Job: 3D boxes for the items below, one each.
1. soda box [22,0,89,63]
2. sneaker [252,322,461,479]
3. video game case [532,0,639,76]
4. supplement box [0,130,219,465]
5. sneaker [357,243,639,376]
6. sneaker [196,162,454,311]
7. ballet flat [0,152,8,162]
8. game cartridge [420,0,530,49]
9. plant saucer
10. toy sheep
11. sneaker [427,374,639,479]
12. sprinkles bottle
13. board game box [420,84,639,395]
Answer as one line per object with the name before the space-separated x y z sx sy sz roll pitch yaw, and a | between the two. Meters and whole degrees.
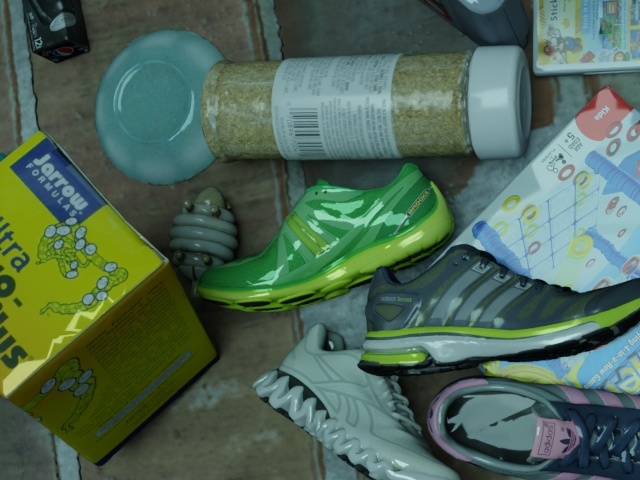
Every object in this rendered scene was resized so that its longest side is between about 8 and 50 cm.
soda box | -0.340 -0.314 1.518 0.053 0.060 0.169 -17 80 16
sneaker | 0.048 0.179 1.279 0.118 0.110 0.292 -52 44 -7
video game case | 0.334 -0.294 1.307 0.206 0.026 0.227 0 86 19
supplement box | -0.261 0.077 1.277 0.195 0.356 0.194 -42 72 -12
sneaker | 0.175 0.059 1.194 0.299 0.111 0.121 -9 78 16
sneaker | 0.000 0.000 1.357 0.295 0.109 0.124 -20 76 7
ballet flat | -0.368 -0.016 1.506 0.067 0.073 0.206 -48 68 38
game cartridge | 0.093 -0.315 1.300 0.294 0.196 0.060 41 91 18
plant saucer | -0.196 -0.165 1.469 0.194 0.037 0.195 -2 84 19
toy sheep | -0.137 0.002 1.405 0.091 0.091 0.132 10 79 19
sneaker | 0.253 0.194 1.139 0.318 0.131 0.112 4 86 19
sprinkles bottle | 0.049 -0.148 1.338 0.355 0.121 0.121 1 85 19
board game box | 0.302 0.054 1.252 0.308 0.086 0.302 -47 73 9
